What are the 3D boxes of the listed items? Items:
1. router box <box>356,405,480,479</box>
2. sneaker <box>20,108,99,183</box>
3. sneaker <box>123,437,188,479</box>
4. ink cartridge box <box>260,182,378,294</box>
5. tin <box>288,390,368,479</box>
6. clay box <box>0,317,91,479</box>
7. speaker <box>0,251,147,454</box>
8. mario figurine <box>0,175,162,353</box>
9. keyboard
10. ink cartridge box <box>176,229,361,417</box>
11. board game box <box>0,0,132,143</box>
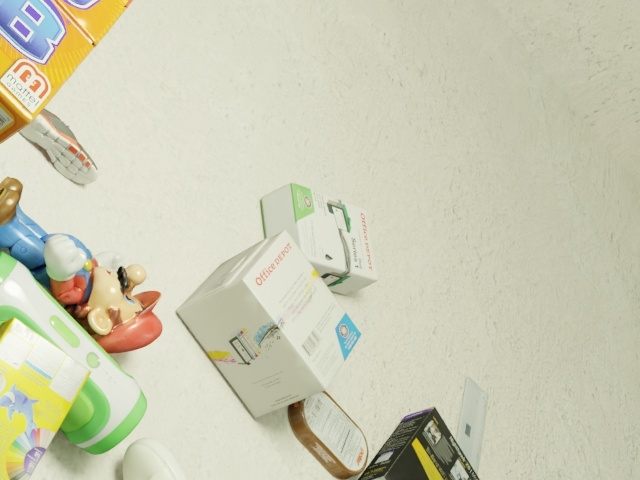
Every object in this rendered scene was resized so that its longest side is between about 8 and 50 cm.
[{"bbox_3d":[0.216,0.504,2.147,0.309,0.081,0.243,59,36,-7],"label":"router box"},{"bbox_3d":[-0.402,-0.159,1.807,0.158,0.061,0.065,48,32,-22],"label":"sneaker"},{"bbox_3d":[-0.238,0.421,1.610,0.123,0.106,0.290,1,69,-54],"label":"sneaker"},{"bbox_3d":[0.000,0.000,2.178,0.219,0.092,0.160,16,57,-45],"label":"ink cartridge box"},{"bbox_3d":[0.016,0.341,2.040,0.190,0.040,0.106,49,43,-20],"label":"tin"},{"bbox_3d":[-0.398,0.224,1.442,0.127,0.053,0.222,40,58,-21],"label":"clay box"},{"bbox_3d":[-0.375,0.157,1.584,0.296,0.131,0.131,50,38,-19],"label":"speaker"},{"bbox_3d":[-0.342,0.028,1.674,0.320,0.170,0.198,46,38,-21],"label":"mario figurine"},{"bbox_3d":[0.311,0.400,2.392,0.072,0.014,0.256,40,42,-22],"label":"keyboard"},{"bbox_3d":[-0.084,0.138,1.923,0.233,0.168,0.171,55,36,-12],"label":"ink cartridge box"},{"bbox_3d":[-0.521,-0.303,1.488,0.356,0.356,0.356,48,39,-21],"label":"board game box"}]
